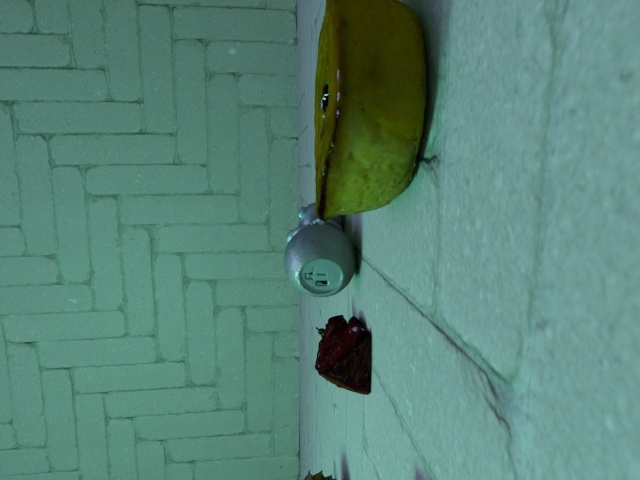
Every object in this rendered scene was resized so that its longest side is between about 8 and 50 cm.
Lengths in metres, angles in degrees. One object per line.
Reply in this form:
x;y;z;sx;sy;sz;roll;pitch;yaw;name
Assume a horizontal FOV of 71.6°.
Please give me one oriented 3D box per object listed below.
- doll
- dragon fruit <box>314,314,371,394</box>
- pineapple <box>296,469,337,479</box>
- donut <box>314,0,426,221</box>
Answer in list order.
0.000;0.000;0.941;0.287;0.151;0.150;-89;2;-62;doll
0.031;0.191;0.832;0.192;0.093;0.122;-108;18;-69;dragon fruit
0.013;0.593;1.004;0.136;0.162;0.176;-51;14;12;pineapple
0.049;-0.165;0.564;0.303;0.110;0.302;-179;90;-85;donut
